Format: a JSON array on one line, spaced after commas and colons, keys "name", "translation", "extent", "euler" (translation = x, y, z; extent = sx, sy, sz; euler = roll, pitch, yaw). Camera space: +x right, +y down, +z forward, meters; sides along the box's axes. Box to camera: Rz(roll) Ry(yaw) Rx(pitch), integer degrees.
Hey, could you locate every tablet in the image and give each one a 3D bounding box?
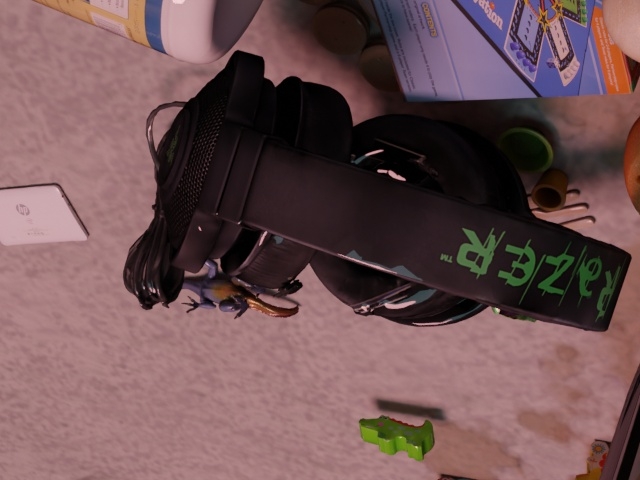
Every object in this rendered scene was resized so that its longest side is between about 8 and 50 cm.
[{"name": "tablet", "translation": [-0.220, -0.018, 1.293], "extent": [0.083, 0.006, 0.054], "euler": [-4, 130, 29]}]

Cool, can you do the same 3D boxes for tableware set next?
[{"name": "tableware set", "translation": [0.094, -0.027, 1.113], "extent": [0.154, 0.024, 0.104], "euler": [-11, 126, 35]}]

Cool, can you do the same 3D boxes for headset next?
[{"name": "headset", "translation": [0.000, 0.000, 1.020], "extent": [0.243, 0.185, 0.394], "euler": [16, -175, -36]}]

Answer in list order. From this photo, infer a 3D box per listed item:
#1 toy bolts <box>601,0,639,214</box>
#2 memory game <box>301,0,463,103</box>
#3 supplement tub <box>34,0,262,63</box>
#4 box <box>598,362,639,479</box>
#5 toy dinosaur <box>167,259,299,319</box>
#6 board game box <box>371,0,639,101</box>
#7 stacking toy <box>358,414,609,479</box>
[{"name": "toy bolts", "translation": [0.233, -0.097, 0.870], "extent": [0.218, 0.158, 0.228], "euler": [-12, 126, 35]}, {"name": "memory game", "translation": [0.063, -0.156, 1.007], "extent": [0.186, 0.012, 0.186], "euler": [14, 136, 14]}, {"name": "supplement tub", "translation": [-0.126, -0.197, 0.958], "extent": [0.200, 0.144, 0.144], "euler": [22, 138, 9]}, {"name": "box", "translation": [0.214, 0.166, 1.047], "extent": [0.087, 0.290, 0.169], "euler": [20, 140, 10]}, {"name": "toy dinosaur", "translation": [-0.078, 0.044, 1.261], "extent": [0.090, 0.047, 0.082], "euler": [39, 156, -29]}, {"name": "board game box", "translation": [0.077, -0.196, 0.930], "extent": [0.145, 0.027, 0.281], "euler": [1, 132, 27]}, {"name": "stacking toy", "translation": [0.144, 0.209, 1.309], "extent": [0.221, 0.052, 0.167], "euler": [10, 134, 20]}]
